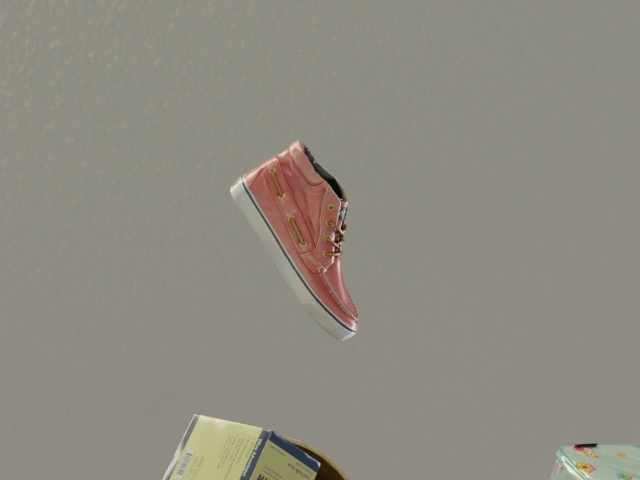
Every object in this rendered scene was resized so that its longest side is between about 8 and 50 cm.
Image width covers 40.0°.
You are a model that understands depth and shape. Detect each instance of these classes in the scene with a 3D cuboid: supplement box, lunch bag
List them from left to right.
[{"bbox_3d":[-0.060,0.171,0.597,0.083,0.083,0.056,0,-34,44],"label":"supplement box"},{"bbox_3d":[0.513,0.424,1.409,0.224,0.279,0.108,2,-72,-17],"label":"lunch bag"}]

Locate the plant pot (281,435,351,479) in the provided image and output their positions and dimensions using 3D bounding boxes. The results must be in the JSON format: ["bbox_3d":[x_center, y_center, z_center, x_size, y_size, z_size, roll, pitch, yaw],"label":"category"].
[{"bbox_3d":[-0.067,0.365,1.096,0.237,0.237,0.254,-15,-12,-5],"label":"plant pot"}]

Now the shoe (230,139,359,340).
[{"bbox_3d":[0.000,0.000,0.790,0.081,0.063,0.178,-34,-89,14],"label":"shoe"}]
